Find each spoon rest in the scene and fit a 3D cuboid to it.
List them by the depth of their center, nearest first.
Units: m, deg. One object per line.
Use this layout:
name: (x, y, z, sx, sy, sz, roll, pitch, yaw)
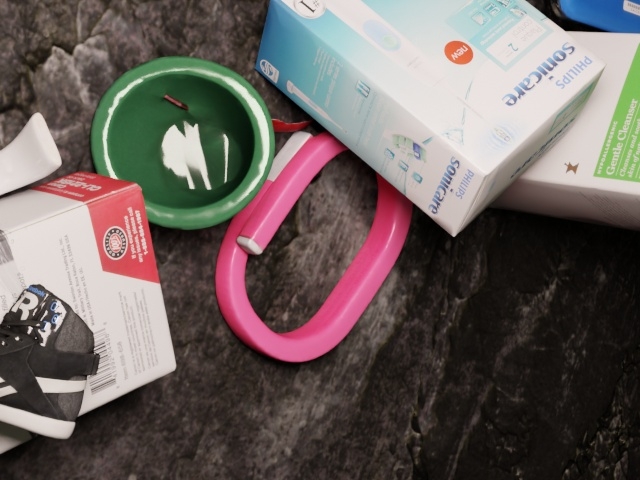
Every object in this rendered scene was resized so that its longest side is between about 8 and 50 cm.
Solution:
spoon rest: (-0.365, -0.047, 1.168, 0.276, 0.084, 0.137, -15, 74, -37)

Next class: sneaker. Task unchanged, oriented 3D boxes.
sneaker: (-0.279, 0.085, 1.134, 0.217, 0.079, 0.121, 29, 77, -50)

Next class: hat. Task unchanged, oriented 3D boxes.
hat: (-0.126, -0.091, 1.423, 0.208, 0.183, 0.173, 15, 87, -1)

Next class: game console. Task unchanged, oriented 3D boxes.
game console: (0.332, -0.367, 1.667, 0.293, 0.173, 0.250, 7, 88, -42)

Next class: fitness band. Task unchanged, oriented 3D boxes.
fitness band: (0.000, 0.000, 1.535, 0.291, 0.054, 0.209, -55, 129, -18)

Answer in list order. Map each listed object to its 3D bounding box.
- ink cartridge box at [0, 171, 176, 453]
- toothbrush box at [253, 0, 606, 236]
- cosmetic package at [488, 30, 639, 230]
ink cartridge box: (-0.288, 0.073, 1.246, 0.273, 0.114, 0.197, -24, 115, -37)
toothbrush box: (0.113, -0.184, 1.434, 0.216, 0.295, 0.126, -40, 165, -29)
cosmetic package: (0.313, -0.129, 1.580, 0.155, 0.365, 0.197, 29, 77, -44)
